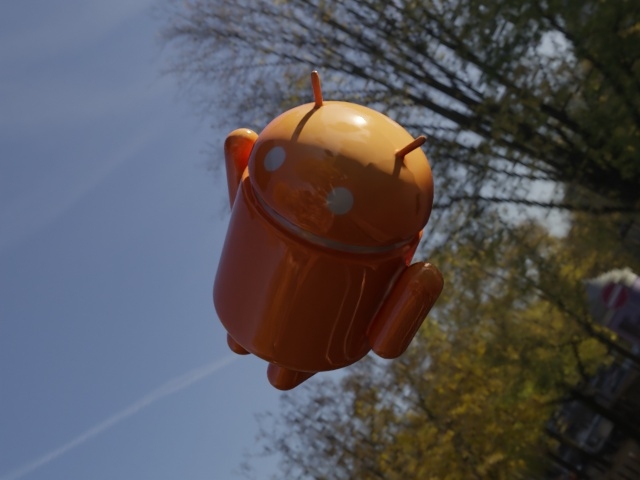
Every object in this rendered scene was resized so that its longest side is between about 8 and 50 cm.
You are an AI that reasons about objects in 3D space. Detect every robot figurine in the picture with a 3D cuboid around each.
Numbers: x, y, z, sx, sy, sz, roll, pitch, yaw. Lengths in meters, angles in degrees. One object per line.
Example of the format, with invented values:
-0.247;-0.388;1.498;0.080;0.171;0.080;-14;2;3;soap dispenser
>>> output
-0.002;-0.001;0.661;0.158;0.128;0.219;-105;28;-49;robot figurine
